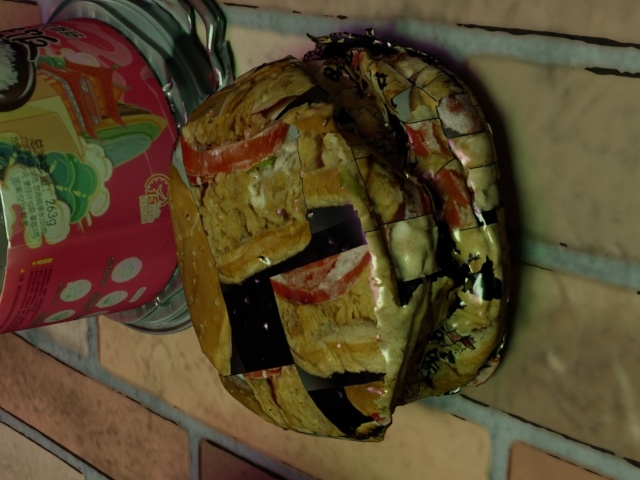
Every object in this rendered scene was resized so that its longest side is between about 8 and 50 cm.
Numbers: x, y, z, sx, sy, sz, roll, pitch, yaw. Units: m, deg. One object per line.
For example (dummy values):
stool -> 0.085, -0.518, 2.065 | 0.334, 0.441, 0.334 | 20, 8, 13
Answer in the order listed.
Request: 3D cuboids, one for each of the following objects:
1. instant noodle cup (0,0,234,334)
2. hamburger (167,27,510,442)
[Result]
instant noodle cup -> -0.197, -0.040, 0.703 | 0.258, 0.181, 0.302 | 43, 129, 28
hamburger -> 0.000, 0.000, 0.572 | 0.231, 0.107, 0.231 | 26, 125, 43
